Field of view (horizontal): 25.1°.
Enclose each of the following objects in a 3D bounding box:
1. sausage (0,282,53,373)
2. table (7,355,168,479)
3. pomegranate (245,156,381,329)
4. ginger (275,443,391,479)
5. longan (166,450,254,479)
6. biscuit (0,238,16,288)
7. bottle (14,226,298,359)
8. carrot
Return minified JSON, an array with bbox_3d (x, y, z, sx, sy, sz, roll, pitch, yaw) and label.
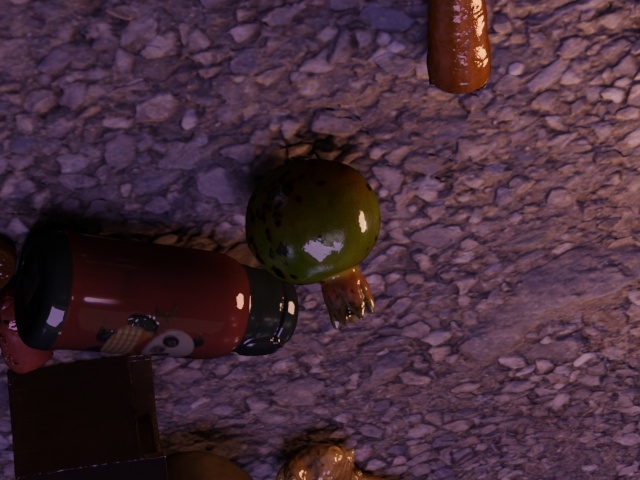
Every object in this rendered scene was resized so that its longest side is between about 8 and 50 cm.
[{"bbox_3d":[-0.367,0.108,1.782,0.076,0.076,0.141,-8,140,-7],"label":"sausage"},{"bbox_3d":[-0.309,0.276,1.940,0.193,0.169,0.172,-8,143,-9],"label":"table"},{"bbox_3d":[0.000,0.000,1.661,0.159,0.205,0.159,-24,178,-1],"label":"pomegranate"},{"bbox_3d":[0.040,0.375,2.254,0.131,0.086,0.294,-42,143,20],"label":"ginger"},{"bbox_3d":[-0.190,0.420,2.125,0.246,0.215,0.246,-3,165,-1],"label":"longan"},{"bbox_3d":[-0.421,0.011,1.679,0.124,0.026,0.175,-8,144,-5],"label":"biscuit"},{"bbox_3d":[-0.188,0.069,1.735,0.336,0.144,0.144,6,139,-27],"label":"bottle"},{"bbox_3d":[0.143,-0.248,1.489,0.072,0.072,0.205,-10,137,-4],"label":"carrot"}]
